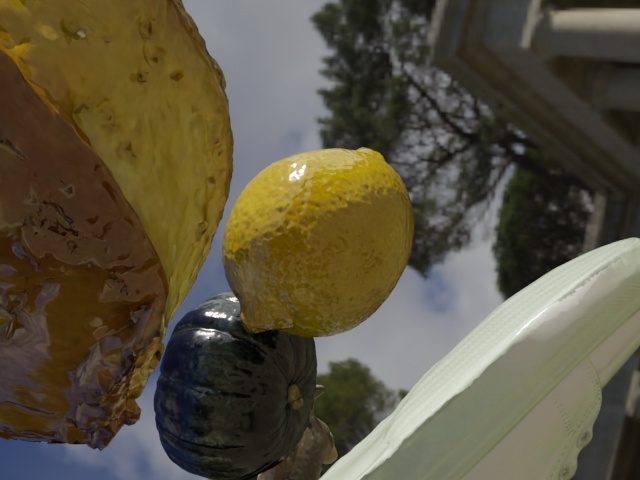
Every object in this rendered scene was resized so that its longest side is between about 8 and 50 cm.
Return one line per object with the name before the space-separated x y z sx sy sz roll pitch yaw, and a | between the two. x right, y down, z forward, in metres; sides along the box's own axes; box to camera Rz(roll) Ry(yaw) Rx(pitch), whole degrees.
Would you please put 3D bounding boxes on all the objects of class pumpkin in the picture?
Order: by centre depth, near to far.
pumpkin | -0.095 0.162 1.303 0.220 0.161 0.221 9 -90 -74

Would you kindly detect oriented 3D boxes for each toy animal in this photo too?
toy animal | -0.036 0.315 1.436 0.169 0.121 0.233 105 177 -52

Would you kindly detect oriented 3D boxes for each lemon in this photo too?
lemon | 0.000 0.000 1.163 0.244 0.187 0.187 -50 -46 -28

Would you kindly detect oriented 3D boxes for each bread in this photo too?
bread | -0.227 -0.044 0.637 0.215 0.398 0.398 -64 -39 -37

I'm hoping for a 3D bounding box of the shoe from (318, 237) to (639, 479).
shoe | 0.092 0.164 0.667 0.363 0.132 0.160 -42 -88 -2
